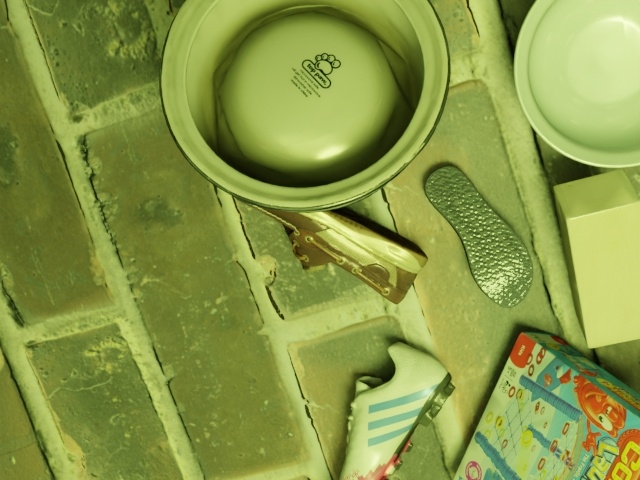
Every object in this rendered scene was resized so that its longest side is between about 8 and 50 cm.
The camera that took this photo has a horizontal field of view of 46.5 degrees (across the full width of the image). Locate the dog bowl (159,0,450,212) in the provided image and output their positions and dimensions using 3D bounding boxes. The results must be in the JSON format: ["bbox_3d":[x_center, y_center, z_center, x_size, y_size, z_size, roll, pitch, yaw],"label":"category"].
[{"bbox_3d":[-0.020,-0.224,1.104,0.408,0.150,0.407,-1,78,4],"label":"dog bowl"}]

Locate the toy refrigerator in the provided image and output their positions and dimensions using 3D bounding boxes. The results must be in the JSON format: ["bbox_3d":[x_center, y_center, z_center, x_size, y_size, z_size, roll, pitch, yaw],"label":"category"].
[{"bbox_3d":[0.426,0.031,1.119,0.102,0.094,0.269,-15,126,13],"label":"toy refrigerator"}]

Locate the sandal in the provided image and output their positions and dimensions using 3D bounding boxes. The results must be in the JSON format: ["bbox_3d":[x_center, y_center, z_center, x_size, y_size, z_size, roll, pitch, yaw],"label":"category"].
[{"bbox_3d":[0.263,-0.011,1.216,0.097,0.054,0.254,-30,86,7],"label":"sandal"}]

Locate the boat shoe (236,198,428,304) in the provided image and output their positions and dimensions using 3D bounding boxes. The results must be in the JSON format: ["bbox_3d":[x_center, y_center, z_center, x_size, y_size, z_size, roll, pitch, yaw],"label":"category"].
[{"bbox_3d":[0.000,0.000,1.225,0.342,0.123,0.123,25,103,-3],"label":"boat shoe"}]

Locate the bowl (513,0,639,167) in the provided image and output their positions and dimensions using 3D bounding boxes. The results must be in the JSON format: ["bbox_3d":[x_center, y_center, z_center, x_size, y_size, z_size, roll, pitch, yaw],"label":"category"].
[{"bbox_3d":[0.427,-0.261,1.087,0.298,0.134,0.297,2,102,9],"label":"bowl"}]

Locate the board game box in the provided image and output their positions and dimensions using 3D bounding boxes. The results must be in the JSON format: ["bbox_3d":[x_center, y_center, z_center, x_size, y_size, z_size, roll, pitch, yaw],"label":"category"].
[{"bbox_3d":[0.374,0.346,1.144,0.086,0.302,0.308,11,106,-31],"label":"board game box"}]

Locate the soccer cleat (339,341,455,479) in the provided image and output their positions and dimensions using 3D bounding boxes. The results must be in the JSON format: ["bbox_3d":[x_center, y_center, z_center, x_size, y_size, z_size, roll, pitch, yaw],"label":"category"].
[{"bbox_3d":[0.096,0.323,1.289,0.143,0.116,0.331,36,103,17],"label":"soccer cleat"}]
